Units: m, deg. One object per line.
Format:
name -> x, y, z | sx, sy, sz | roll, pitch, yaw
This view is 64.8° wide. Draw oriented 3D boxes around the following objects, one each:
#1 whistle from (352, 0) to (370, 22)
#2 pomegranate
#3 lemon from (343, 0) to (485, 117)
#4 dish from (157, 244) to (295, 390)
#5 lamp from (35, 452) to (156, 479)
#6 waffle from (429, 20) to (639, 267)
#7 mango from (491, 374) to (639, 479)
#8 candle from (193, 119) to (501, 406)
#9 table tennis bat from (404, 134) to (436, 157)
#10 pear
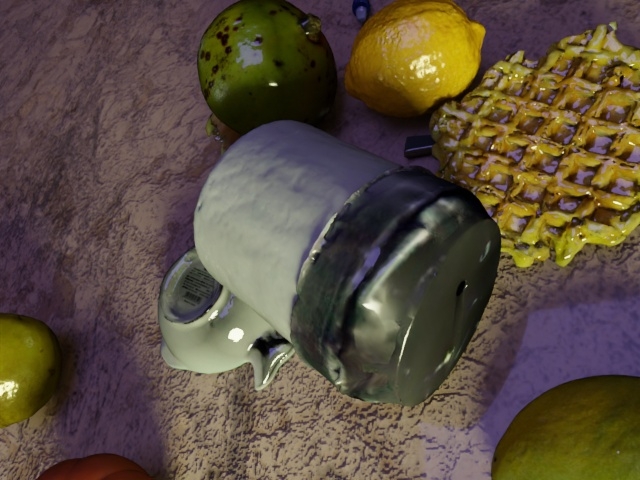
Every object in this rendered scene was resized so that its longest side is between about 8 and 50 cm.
whistle -> 0.065, -0.369, 0.788 | 0.033, 0.029, 0.083 | -5, 57, 9
pomegranate -> -0.078, -0.206, 0.708 | 0.198, 0.198, 0.246 | 38, 123, 36
lemon -> 0.109, -0.224, 0.626 | 0.187, 0.142, 0.142 | -12, 62, 29
dish -> -0.139, 0.078, 0.656 | 0.246, 0.078, 0.224 | 38, 87, 36
lamp -> -0.248, 0.336, 0.546 | 0.187, 0.164, 0.188 | -9, 42, 8
waffle -> 0.240, -0.097, 0.531 | 0.254, 0.052, 0.245 | -24, 64, 18
mango -> 0.231, 0.168, 0.401 | 0.191, 0.085, 0.122 | -9, 61, 33
candle -> 0.000, 0.000, 0.530 | 0.342, 0.221, 0.221 | 30, 84, 36
table tennis bat -> 0.207, -0.125, 0.599 | 0.220, 0.019, 0.131 | -3, 67, 26
pear -> -0.459, 0.188, 0.740 | 0.148, 0.148, 0.162 | -12, 80, 23
